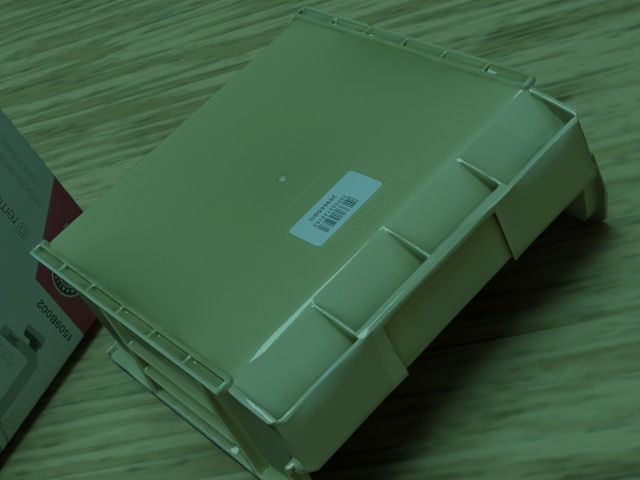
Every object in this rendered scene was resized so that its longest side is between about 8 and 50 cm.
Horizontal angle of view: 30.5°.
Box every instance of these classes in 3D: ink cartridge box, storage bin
[{"bbox_3d":[-0.288,0.059,0.784,0.117,0.207,0.283,5,51,37],"label":"ink cartridge box"},{"bbox_3d":[0.000,0.000,0.736,0.262,0.123,0.260,-44,42,-17],"label":"storage bin"}]
